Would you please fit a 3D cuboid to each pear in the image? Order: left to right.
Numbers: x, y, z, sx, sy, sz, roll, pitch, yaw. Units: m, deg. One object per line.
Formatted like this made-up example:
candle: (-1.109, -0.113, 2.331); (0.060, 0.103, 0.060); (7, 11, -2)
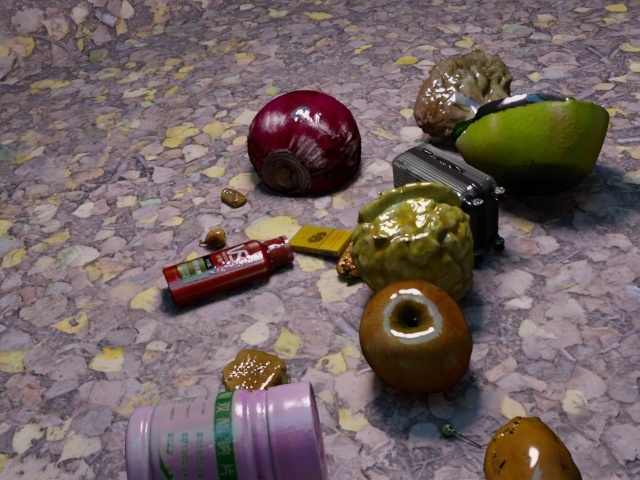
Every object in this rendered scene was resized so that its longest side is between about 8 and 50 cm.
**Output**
pear: (0.524, -0.212, 2.025); (0.398, 0.399, 0.165); (-1, 77, 11)

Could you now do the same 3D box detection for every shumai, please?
shumai: (0.447, -0.390, 2.298); (0.346, 0.217, 0.283); (-25, 32, -21)

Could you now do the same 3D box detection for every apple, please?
apple: (0.192, 0.196, 1.630); (0.236, 0.207, 0.237); (-8, 54, 11)

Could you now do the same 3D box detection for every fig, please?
fig: (-0.282, -0.004, 2.119); (0.083, 0.050, 0.050); (-15, 31, 27)

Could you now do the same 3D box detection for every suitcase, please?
suitcase: (0.304, -0.095, 1.969); (0.128, 0.202, 0.312); (-27, 40, -22)

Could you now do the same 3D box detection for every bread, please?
bread: (-0.243, -0.123, 2.276); (0.049, 0.034, 0.088); (-25, 38, -29)
bread: (-0.138, 0.288, 1.669); (0.127, 0.069, 0.140); (9, 39, 26)

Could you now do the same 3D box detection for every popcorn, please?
popcorn: (0.198, 0.015, 1.791); (0.282, 0.247, 0.282); (-4, 63, 8)

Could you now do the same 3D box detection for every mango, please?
mango: (0.361, 0.395, 1.365); (0.156, 0.151, 0.249); (21, 29, -11)

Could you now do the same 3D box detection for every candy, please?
candy: (0.260, 0.364, 1.518); (0.083, 0.025, 0.023); (27, 92, 29)

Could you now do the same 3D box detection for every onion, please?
onion: (-0.059, -0.286, 2.273); (0.336, 0.260, 0.282); (16, 48, 29)

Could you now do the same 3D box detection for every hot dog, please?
hot dog: (0.091, 0.029, 1.974); (0.072, 0.055, 0.188); (9, 39, 21)

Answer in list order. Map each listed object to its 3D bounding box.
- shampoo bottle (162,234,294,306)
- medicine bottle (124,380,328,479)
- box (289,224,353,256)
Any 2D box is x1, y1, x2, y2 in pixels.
shampoo bottle: (-0.221, 0.067, 1.979); (0.314, 0.076, 0.118); (-18, 34, -11)
medicine bottle: (-0.159, 0.372, 1.442); (0.325, 0.212, 0.212); (-9, 36, 2)
box: (0.000, 0.000, 2.047); (0.155, 0.023, 0.087); (8, 43, 34)
